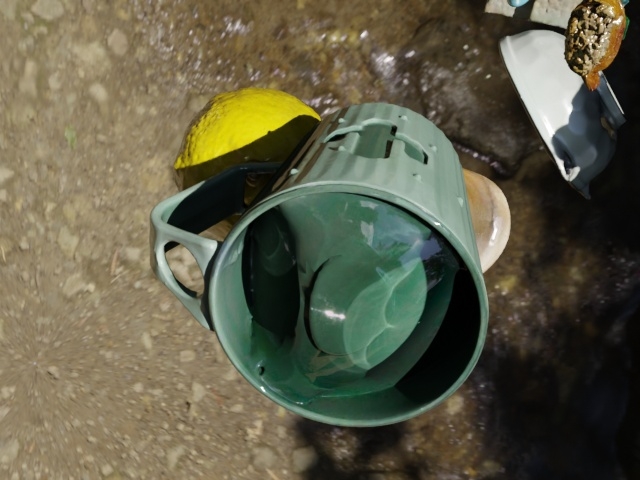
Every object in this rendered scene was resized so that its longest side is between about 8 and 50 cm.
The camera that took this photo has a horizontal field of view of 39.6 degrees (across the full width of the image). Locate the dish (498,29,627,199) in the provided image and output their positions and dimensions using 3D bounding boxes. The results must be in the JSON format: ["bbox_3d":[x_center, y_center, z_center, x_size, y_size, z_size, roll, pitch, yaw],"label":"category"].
[{"bbox_3d":[0.396,-0.221,1.400,0.120,0.303,0.303,-28,92,21],"label":"dish"}]

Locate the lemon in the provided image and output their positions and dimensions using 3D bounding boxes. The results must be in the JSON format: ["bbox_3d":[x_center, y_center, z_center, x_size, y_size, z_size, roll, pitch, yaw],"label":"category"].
[{"bbox_3d":[-0.107,-0.118,1.457,0.268,0.322,0.268,0,111,1],"label":"lemon"}]

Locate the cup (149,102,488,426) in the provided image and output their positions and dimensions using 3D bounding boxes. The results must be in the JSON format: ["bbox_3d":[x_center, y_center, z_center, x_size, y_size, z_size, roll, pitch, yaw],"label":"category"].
[{"bbox_3d":[0.016,-0.016,1.128,0.401,0.392,0.310,34,117,-8],"label":"cup"}]

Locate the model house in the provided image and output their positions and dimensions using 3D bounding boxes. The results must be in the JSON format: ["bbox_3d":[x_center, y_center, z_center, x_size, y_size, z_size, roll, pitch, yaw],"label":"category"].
[{"bbox_3d":[0.561,-0.611,2.002,0.243,0.298,0.284,-15,121,-50],"label":"model house"}]

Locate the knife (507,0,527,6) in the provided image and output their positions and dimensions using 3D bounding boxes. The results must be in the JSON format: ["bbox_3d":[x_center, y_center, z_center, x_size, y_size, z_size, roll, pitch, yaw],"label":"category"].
[{"bbox_3d":[0.315,-0.429,1.454,0.064,0.222,0.031,-30,77,15],"label":"knife"}]

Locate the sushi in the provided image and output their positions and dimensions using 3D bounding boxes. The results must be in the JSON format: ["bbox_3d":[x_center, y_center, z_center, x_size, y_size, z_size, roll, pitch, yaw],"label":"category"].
[{"bbox_3d":[0.300,-0.228,0.985,0.052,0.120,0.055,35,55,27],"label":"sushi"}]

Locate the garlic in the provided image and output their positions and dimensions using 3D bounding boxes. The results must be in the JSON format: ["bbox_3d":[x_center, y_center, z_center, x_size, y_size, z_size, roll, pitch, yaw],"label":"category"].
[{"bbox_3d":[0.254,-0.019,1.434,0.101,0.087,0.196,6,86,12],"label":"garlic"}]
